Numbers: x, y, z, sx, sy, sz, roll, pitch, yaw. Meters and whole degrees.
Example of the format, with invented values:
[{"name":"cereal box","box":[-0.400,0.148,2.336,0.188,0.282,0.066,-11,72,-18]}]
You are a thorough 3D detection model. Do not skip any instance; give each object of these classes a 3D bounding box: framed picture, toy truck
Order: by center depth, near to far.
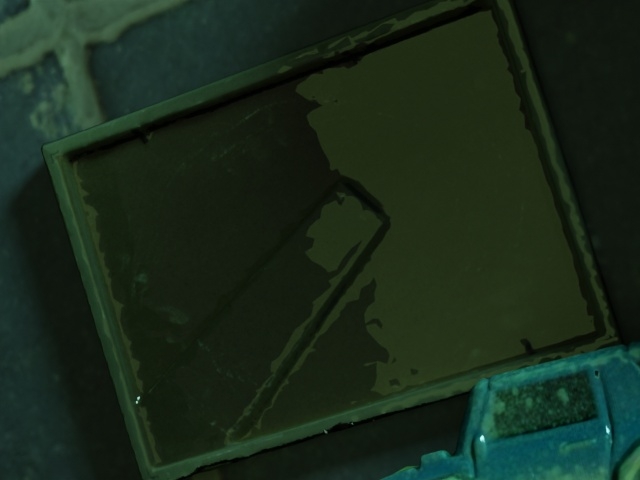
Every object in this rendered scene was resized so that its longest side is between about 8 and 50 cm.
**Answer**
[{"name":"toy truck","box":[0.158,0.149,0.977,0.279,0.155,0.156,-15,76,19]},{"name":"framed picture","box":[0.000,0.000,1.094,0.335,0.022,0.247,-19,85,18]}]
